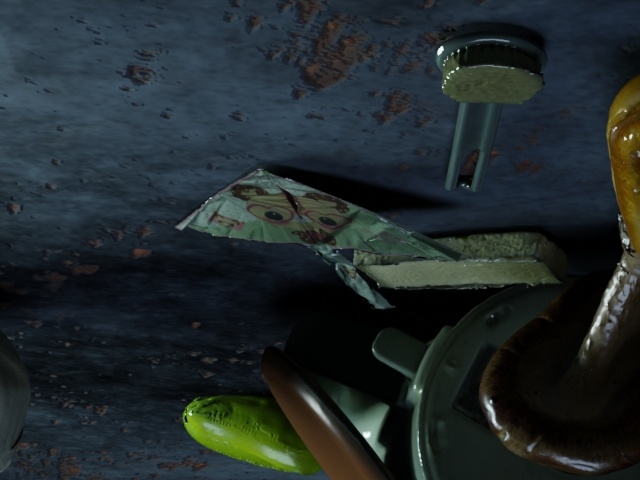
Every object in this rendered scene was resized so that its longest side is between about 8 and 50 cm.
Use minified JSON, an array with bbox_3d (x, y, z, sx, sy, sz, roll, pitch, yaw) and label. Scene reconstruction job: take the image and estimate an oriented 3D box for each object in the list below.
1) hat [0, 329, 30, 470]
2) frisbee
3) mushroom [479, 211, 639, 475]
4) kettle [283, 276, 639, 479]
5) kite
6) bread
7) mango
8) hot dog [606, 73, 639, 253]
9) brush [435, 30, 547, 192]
[{"bbox_3d":[-0.376,0.110,1.619,0.275,0.161,0.232,21,178,35],"label":"hat"},{"bbox_3d":[0.026,0.193,1.587,0.021,0.251,0.251,-38,166,-10],"label":"frisbee"},{"bbox_3d":[0.228,0.043,1.332,0.148,0.227,0.217,30,132,18],"label":"mushroom"},{"bbox_3d":[0.131,0.171,1.617,0.361,0.250,0.376,24,165,1],"label":"kettle"},{"bbox_3d":[0.000,0.001,1.354,0.229,0.012,0.250,6,157,25],"label":"kite"},{"bbox_3d":[0.104,0.016,1.400,0.154,0.028,0.068,-4,162,25],"label":"bread"},{"bbox_3d":[-0.065,0.198,1.969,0.165,0.074,0.091,21,165,-16],"label":"mango"},{"bbox_3d":[0.226,-0.044,1.111,0.100,0.068,0.249,10,163,15],"label":"hot dog"},{"bbox_3d":[0.095,-0.066,1.128,0.062,0.027,0.266,3,164,2],"label":"brush"}]
